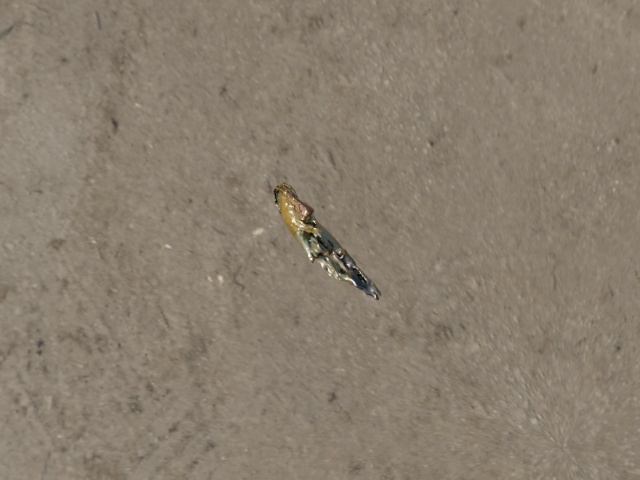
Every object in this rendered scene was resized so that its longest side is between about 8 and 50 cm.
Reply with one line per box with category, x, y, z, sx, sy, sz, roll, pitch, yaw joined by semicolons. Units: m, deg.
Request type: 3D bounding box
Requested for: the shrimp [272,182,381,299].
shrimp;-0.002;0.008;1.364;0.066;0.117;0.262;-43;68;-6
